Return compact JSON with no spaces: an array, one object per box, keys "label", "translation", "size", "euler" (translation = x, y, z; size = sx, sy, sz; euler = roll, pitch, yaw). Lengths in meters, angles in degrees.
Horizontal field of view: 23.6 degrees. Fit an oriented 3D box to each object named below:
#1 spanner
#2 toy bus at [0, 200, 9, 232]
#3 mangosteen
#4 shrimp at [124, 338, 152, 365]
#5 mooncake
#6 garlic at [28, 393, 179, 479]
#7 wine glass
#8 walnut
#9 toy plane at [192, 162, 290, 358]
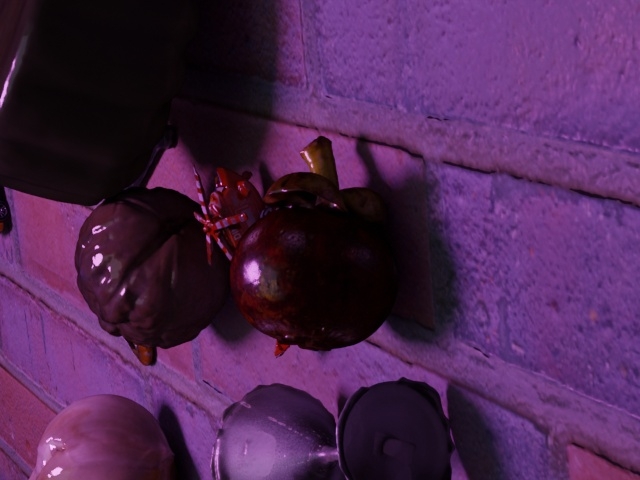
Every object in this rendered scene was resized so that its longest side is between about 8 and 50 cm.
[{"label":"spanner","translation":[-0.217,-0.084,1.853],"size":[0.254,0.015,0.054],"euler":[-51,53,57]},{"label":"toy bus","translation":[-0.566,-0.098,2.459],"size":[0.083,0.088,0.194],"euler":[-26,77,62]},{"label":"mangosteen","translation":[0.008,0.009,1.339],"size":[0.146,0.181,0.156],"euler":[30,164,2]},{"label":"shrimp","translation":[-0.243,0.108,1.978],"size":[0.083,0.023,0.114],"euler":[-18,88,66]},{"label":"mooncake","translation":[-0.244,-0.205,1.599],"size":[0.351,0.187,0.351],"euler":[-50,31,44]},{"label":"garlic","translation":[-0.278,0.333,1.951],"size":[0.185,0.203,0.281],"euler":[-122,24,-72]},{"label":"wine glass","translation":[0.013,0.192,1.379],"size":[0.232,0.156,0.156],"euler":[-20,82,59]},{"label":"walnut","translation":[-0.186,0.034,1.679],"size":[0.230,0.178,0.178],"euler":[110,141,-63]},{"label":"toy plane","translation":[-0.061,0.011,1.524],"size":[0.194,0.077,0.126],"euler":[52,148,28]}]
